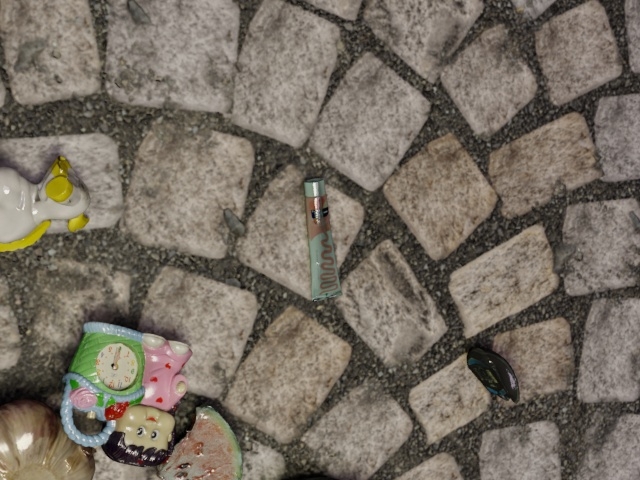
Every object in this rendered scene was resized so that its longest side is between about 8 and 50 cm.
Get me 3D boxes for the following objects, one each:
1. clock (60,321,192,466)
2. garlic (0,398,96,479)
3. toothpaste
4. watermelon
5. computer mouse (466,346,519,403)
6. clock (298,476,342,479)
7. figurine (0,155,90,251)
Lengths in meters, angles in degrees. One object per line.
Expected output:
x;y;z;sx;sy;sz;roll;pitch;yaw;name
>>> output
-0.295;0.236;1.423;0.194;0.100;0.195;19;70;-32;clock
-0.458;0.350;1.391;0.245;0.161;0.244;-5;98;-41;garlic
0.000;0.000;1.566;0.056;0.036;0.205;-12;106;-20;toothpaste
-0.202;0.344;1.530;0.139;0.071;0.187;-15;112;-11;watermelon
0.316;0.237;1.697;0.047;0.079;0.135;-42;107;-22;computer mouse
-0.016;0.587;1.585;0.386;0.076;0.385;-6;100;-34;clock
-0.426;-0.049;1.374;0.178;0.109;0.129;-14;125;-15;figurine
